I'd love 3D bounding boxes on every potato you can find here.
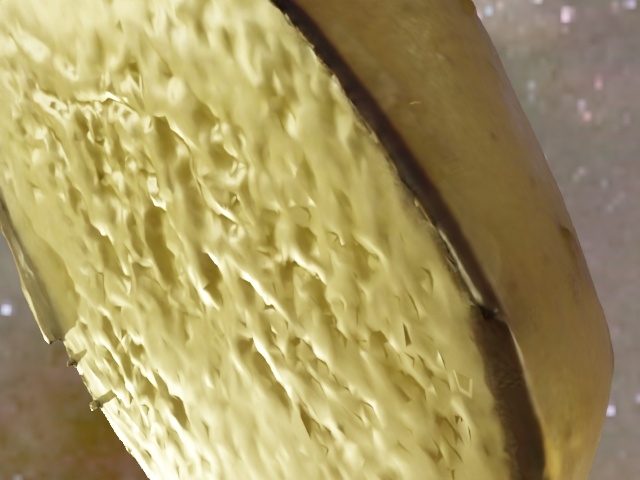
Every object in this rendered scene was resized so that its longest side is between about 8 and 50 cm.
[{"bbox_3d":[0.000,0.000,0.643,0.116,0.299,0.239,-18,-38,-35],"label":"potato"}]
